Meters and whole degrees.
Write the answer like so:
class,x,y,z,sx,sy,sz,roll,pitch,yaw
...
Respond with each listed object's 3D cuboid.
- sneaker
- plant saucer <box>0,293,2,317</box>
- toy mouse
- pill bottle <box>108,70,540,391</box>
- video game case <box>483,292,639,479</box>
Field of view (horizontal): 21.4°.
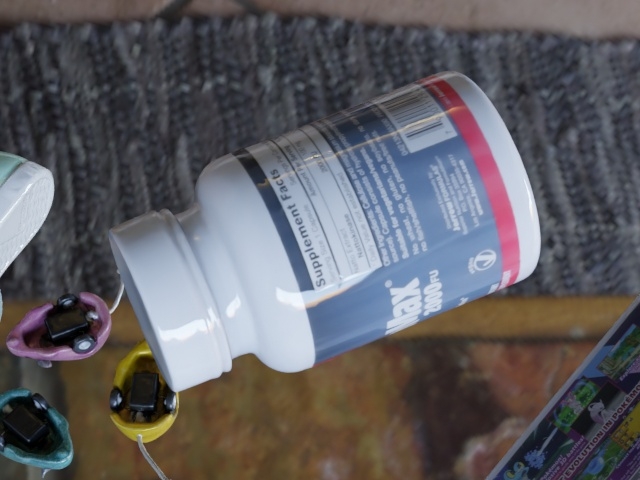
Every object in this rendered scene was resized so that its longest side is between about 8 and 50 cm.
class,x,y,z,sx,sy,sz,roll,pitch,yaw
sneaker,-0.346,0.009,1.375,0.151,0.094,0.256,21,47,16
plant saucer,-0.287,0.008,1.041,0.195,0.195,0.037,33,56,2
toy mouse,-0.152,0.085,0.984,0.143,0.031,0.161,-3,52,2
pill bottle,0.000,0.000,0.785,0.180,0.108,0.108,-22,68,-10
video game case,0.217,0.134,1.103,0.201,0.183,0.023,-50,125,-1
